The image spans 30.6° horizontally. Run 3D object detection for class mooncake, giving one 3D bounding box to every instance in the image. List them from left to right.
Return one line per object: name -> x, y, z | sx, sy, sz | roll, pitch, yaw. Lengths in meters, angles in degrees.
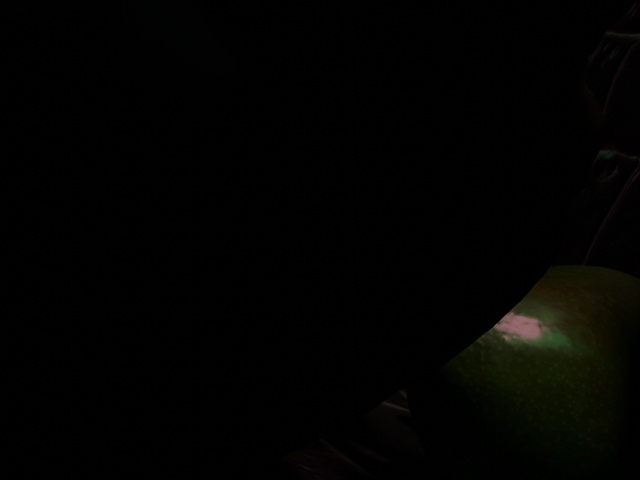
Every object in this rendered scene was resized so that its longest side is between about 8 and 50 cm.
mooncake -> -0.023, -0.055, 0.555 | 0.350, 0.381, 0.212 | -28, 62, -38

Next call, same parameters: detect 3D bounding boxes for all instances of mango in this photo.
mango -> 0.187, 0.122, 0.885 | 0.201, 0.225, 0.382 | -3, -17, 37
